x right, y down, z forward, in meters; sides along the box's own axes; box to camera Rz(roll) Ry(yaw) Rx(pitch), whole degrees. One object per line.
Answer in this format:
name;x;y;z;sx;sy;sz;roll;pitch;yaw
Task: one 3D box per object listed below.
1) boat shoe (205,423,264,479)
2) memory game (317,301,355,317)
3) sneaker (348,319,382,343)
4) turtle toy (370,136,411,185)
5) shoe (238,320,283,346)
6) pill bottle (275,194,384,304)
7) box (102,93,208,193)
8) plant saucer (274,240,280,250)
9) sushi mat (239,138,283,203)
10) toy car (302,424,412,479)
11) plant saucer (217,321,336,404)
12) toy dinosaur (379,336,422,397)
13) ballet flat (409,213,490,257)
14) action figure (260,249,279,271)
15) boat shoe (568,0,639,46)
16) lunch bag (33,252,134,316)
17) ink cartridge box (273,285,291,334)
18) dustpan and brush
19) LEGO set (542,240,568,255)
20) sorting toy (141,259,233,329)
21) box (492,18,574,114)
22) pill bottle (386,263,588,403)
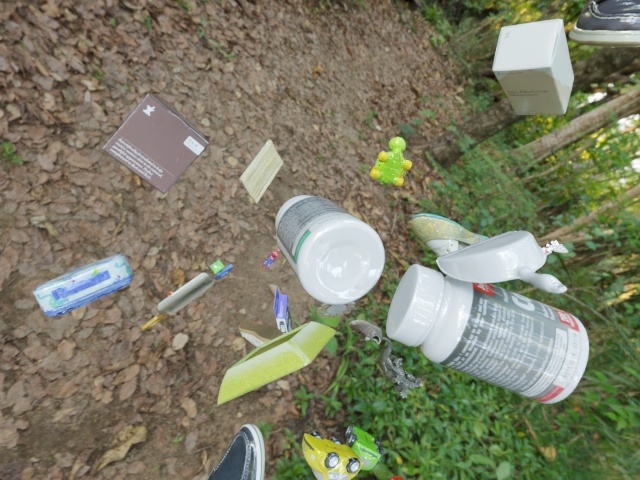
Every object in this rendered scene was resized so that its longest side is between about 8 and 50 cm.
boat shoe;-0.322;0.830;1.255;0.156;0.187;0.499;30;80;-36
memory game;0.072;0.318;1.867;0.186;0.186;0.012;28;39;-43
sneaker;0.209;0.414;1.810;0.189;0.066;0.071;23;46;-27
turtle toy;0.187;-0.209;1.058;0.095;0.130;0.066;16;26;-16
shoe;-0.197;0.326;1.360;0.077;0.219;0.058;-24;111;-41
pill bottle;0.000;0.000;1.028;0.204;0.204;0.361;48;-1;-25
box;-0.403;-0.248;1.000;0.168;0.167;0.203;41;3;-26
plant saucer;-0.171;0.019;1.835;0.083;0.084;0.015;38;39;-36
sushi mat;-0.274;-0.330;1.896;0.151;0.019;0.316;63;40;-39
toy car;0.072;0.364;0.643;0.239;0.053;0.225;28;-7;3
plant saucer;-0.080;0.210;0.734;0.045;0.189;0.188;63;16;4
toy dinosaur;0.283;0.503;1.539;0.121;0.160;0.313;-45;104;-17
ballet flat;0.411;0.015;1.214;0.349;0.123;0.123;17;55;-32
action figure;-0.211;0.080;1.709;0.038;0.115;0.030;41;20;-1
boat shoe;0.431;-0.346;0.574;0.285;0.103;0.092;-47;145;-42
lunch bag;-0.604;0.111;1.037;0.219;0.176;0.090;-26;101;-23
ink cartridge box;-0.159;0.326;1.726;0.206;0.045;0.208;-97;178;-68
dustpan and brush;0.269;0.034;0.566;0.211;0.148;0.060;-163;-127;-88
LEGO set;0.611;0.076;1.207;0.183;0.244;0.060;-21;70;-25
sorting toy;-0.449;0.169;1.328;0.348;0.196;0.047;-37;84;-15
box;0.598;-0.464;1.111;0.311;0.148;0.121;12;91;-51
pill bottle;0.271;0.150;0.682;0.284;0.161;0.161;21;42;0
